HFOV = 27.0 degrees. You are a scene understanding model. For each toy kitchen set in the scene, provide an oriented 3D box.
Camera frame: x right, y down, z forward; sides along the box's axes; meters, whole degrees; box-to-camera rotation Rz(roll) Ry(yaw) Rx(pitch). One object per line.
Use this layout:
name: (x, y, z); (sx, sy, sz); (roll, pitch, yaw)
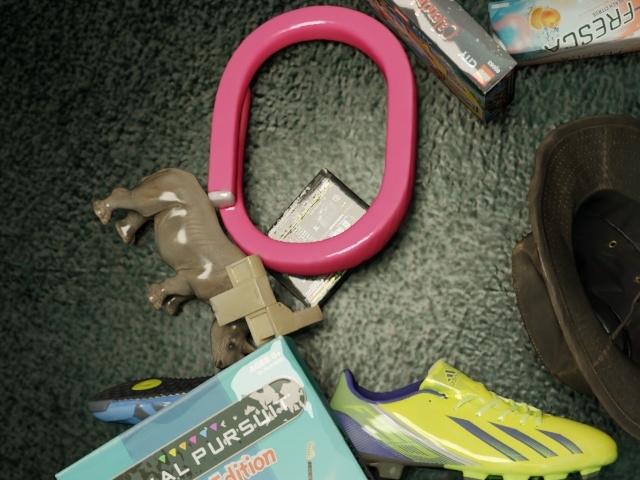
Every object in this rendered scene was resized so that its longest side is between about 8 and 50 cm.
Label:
toy kitchen set: (-0.058, 0.058, 1.329); (0.068, 0.075, 0.083); (-24, 85, 39)

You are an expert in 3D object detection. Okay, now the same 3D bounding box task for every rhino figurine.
rhino figurine: (-0.124, 0.035, 1.374); (0.106, 0.073, 0.243); (-33, 90, 7)

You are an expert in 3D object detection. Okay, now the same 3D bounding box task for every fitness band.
fitness band: (-0.006, -0.106, 1.354); (0.208, 0.054, 0.291); (-2, 67, 12)

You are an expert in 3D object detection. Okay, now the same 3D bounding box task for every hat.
hat: (0.269, 0.050, 1.273); (0.134, 0.331, 0.331); (-23, 79, 47)

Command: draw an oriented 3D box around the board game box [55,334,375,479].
board game box: (-0.053, 0.298, 1.253); (0.253, 0.079, 0.336); (-32, 82, 2)

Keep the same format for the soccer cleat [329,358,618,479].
soccer cleat: (0.148, 0.179, 1.315); (0.289, 0.093, 0.121); (2, 82, 8)

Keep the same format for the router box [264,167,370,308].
router box: (0.000, 0.000, 1.380); (0.092, 0.038, 0.122); (42, 90, 11)

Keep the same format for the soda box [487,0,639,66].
soda box: (0.264, -0.219, 1.359); (0.183, 0.063, 0.058); (-7, 82, 6)

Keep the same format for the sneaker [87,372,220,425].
sneaker: (-0.137, 0.182, 1.362); (0.209, 0.069, 0.082); (-5, 104, 13)

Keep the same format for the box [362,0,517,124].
box: (0.100, -0.224, 1.332); (0.044, 0.159, 0.233); (-44, 81, 1)
